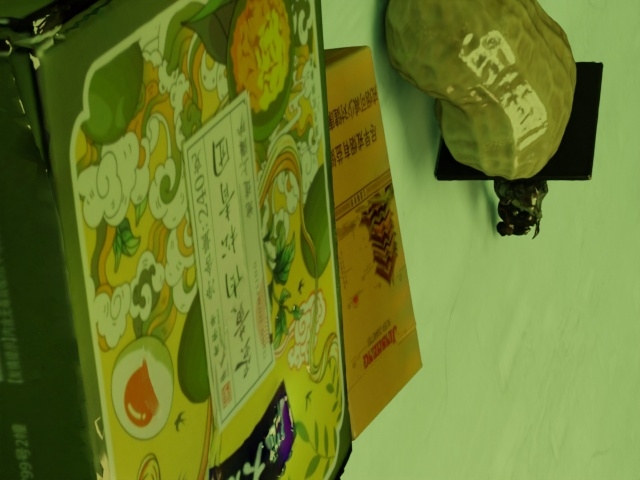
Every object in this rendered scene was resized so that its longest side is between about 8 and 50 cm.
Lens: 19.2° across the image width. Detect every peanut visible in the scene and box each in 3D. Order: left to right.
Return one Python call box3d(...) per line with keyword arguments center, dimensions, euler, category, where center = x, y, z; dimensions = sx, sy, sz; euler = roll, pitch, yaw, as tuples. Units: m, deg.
box3d(center=(0.151, -0.172, 1.767), dimensions=(0.233, 0.110, 0.196), euler=(51, 47, -33), category="peanut")

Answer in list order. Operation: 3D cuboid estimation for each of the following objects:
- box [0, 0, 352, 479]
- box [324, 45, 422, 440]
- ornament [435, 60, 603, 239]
box3d(center=(-0.105, 0.025, 1.037), dimensions=(0.373, 0.138, 0.420), euler=(-52, 142, -61), category="box")
box3d(center=(0.000, 0.000, 1.454), dimensions=(0.174, 0.076, 0.274), euler=(-36, 119, -63), category="box")
box3d(center=(0.216, -0.070, 1.936), dimensions=(0.196, 0.153, 0.166), euler=(73, 24, -51), category="ornament")
